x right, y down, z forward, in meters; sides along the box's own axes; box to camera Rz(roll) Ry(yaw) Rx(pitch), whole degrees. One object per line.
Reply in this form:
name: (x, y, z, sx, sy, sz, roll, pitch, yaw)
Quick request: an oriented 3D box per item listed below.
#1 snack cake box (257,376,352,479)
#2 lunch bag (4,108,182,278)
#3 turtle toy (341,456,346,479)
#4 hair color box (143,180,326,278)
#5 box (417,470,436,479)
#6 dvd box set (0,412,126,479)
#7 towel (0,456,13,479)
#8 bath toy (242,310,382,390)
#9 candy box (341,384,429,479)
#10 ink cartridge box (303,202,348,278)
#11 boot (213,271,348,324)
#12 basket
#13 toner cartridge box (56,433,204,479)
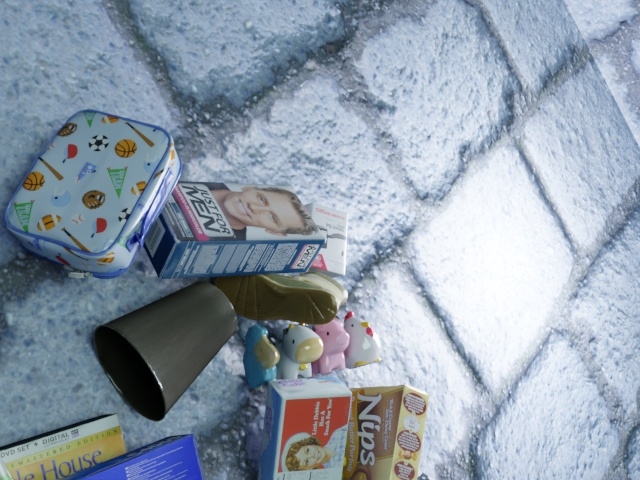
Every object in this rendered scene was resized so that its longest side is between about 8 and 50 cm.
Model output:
snack cake box: (-0.036, 0.411, 1.624, 0.152, 0.089, 0.265, 2, 102, -23)
lunch bag: (-0.390, -0.079, 1.445, 0.243, 0.115, 0.303, 17, 63, 11)
turtle toy: (0.008, 0.463, 1.739, 0.066, 0.095, 0.130, -55, 123, -82)
hair color box: (-0.179, -0.024, 1.617, 0.347, 0.105, 0.174, -1, 45, -40)
box: (0.240, 0.594, 1.930, 0.136, 0.028, 0.081, 35, 59, -26)
dvd box set: (-0.437, 0.534, 1.364, 0.307, 0.062, 0.421, -11, 86, -40)
towel: (-0.619, 0.342, 1.221, 0.247, 0.038, 0.325, -27, 93, -23)
bath toy: (-0.004, 0.223, 1.746, 0.348, 0.151, 0.129, -3, 73, -43)
candy box: (0.121, 0.475, 1.758, 0.087, 0.183, 0.317, 28, 63, -32)
ink cartridge box: (0.000, 0.000, 1.852, 0.109, 0.063, 0.151, 16, 70, -36)
boot: (-0.078, 0.108, 1.730, 0.203, 0.261, 0.095, -29, 126, -79)
basket: (-0.274, 0.187, 1.530, 0.227, 0.154, 0.204, -37, 104, -42)
toner cartridge box: (-0.338, 0.450, 1.356, 0.347, 0.075, 0.165, -8, 83, -54)
